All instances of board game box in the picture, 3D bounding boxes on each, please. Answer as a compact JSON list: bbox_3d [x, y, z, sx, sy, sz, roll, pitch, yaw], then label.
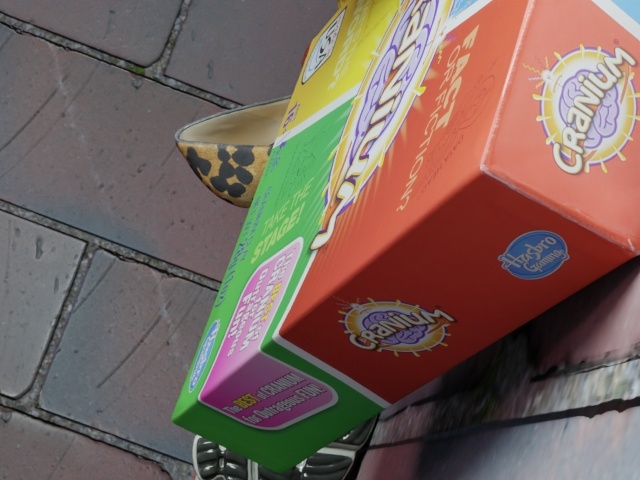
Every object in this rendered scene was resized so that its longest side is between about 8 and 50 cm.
[{"bbox_3d":[0.050,-0.053,0.703,0.316,0.064,0.242,-42,25,58],"label":"board game box"}]

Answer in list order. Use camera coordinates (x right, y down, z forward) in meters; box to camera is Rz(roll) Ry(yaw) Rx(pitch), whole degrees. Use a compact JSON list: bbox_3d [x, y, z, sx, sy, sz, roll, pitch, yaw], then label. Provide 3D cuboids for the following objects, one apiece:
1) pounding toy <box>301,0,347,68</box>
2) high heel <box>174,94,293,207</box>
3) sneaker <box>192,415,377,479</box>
[{"bbox_3d":[0.054,-0.221,1.658,0.237,0.110,0.183,116,173,-59],"label":"pounding toy"},{"bbox_3d":[0.002,-0.112,1.199,0.093,0.186,0.261,-74,6,-50],"label":"high heel"},{"bbox_3d":[-0.037,0.150,1.029,0.118,0.107,0.279,38,-107,-88],"label":"sneaker"}]
